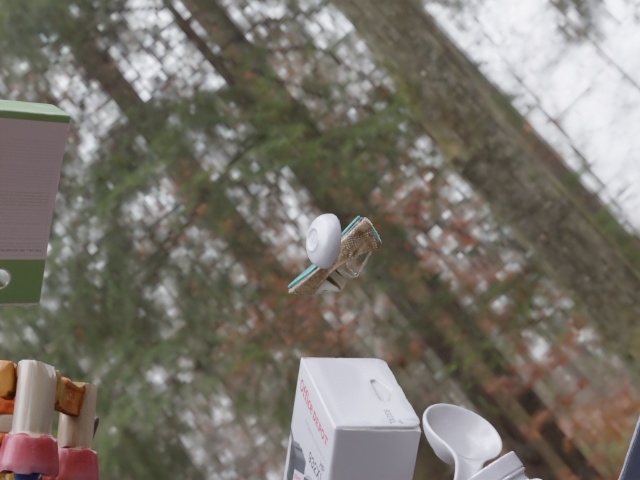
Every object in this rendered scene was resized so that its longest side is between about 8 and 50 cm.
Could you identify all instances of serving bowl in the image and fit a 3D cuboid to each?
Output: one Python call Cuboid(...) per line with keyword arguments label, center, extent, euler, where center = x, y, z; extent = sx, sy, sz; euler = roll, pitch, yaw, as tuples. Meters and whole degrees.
Cuboid(label="serving bowl", center=(0.000, 0.000, 1.924), extent=(0.027, 0.083, 0.083), euler=(7, -44, -28))

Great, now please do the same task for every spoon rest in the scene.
Cuboid(label="spoon rest", center=(0.221, 0.342, 2.023), extent=(0.276, 0.137, 0.084), euler=(-76, 8, -59))

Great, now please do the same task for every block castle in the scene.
Cuboid(label="block castle", center=(-0.564, 0.291, 1.868), extent=(0.453, 0.213, 0.303), euler=(1, -14, 6))

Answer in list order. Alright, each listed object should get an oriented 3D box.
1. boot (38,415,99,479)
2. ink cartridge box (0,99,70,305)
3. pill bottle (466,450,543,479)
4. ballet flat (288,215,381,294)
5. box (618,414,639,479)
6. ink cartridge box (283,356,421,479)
Cuboid(label="boot", center=(-0.480, 0.378, 2.254), extent=(0.219, 0.106, 0.082), euler=(-58, -13, -33))
Cuboid(label="ink cartridge box", center=(-0.388, -0.043, 1.480), extent=(0.171, 0.056, 0.235), euler=(1, -71, -40))
Cuboid(label="pill bottle", center=(0.263, 0.366, 1.647), extent=(0.108, 0.180, 0.108), euler=(-31, -14, -9))
Cuboid(label="ballet flat", center=(0.024, 0.043, 2.047), extent=(0.206, 0.067, 0.073), euler=(-45, 0, 41))
Cuboid(label="box", center=(0.434, 0.213, 1.348), extent=(0.294, 0.182, 0.296), euler=(-4, -68, -65))
Cuboid(label="ink cartridge box", center=(0.033, 0.349, 1.847), extent=(0.129, 0.223, 0.308), euler=(3, -70, -15))
